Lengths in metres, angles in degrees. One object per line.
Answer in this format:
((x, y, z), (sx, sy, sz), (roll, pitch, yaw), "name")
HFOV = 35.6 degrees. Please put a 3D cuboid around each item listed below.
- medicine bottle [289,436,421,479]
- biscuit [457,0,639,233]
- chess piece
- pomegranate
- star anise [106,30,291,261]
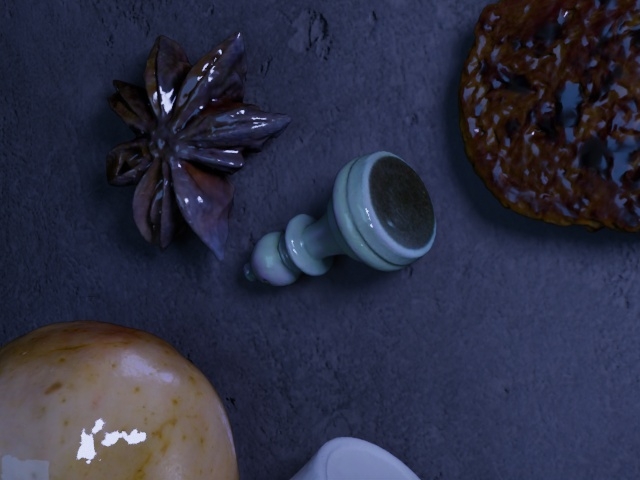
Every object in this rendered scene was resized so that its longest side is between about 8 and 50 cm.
((-0.029, 0.427, 1.200), (0.211, 0.211, 0.371), (47, 115, 19), "medicine bottle")
((0.301, -0.152, 1.040), (0.334, 0.081, 0.290), (17, 103, 32), "biscuit")
((0.000, 0.000, 1.216), (0.271, 0.139, 0.139), (-25, 81, 42), "chess piece")
((-0.293, 0.300, 1.245), (0.411, 0.411, 0.412), (3, 95, 30), "pomegranate")
((-0.167, -0.125, 1.299), (0.315, 0.108, 0.315), (1, 93, 27), "star anise")
